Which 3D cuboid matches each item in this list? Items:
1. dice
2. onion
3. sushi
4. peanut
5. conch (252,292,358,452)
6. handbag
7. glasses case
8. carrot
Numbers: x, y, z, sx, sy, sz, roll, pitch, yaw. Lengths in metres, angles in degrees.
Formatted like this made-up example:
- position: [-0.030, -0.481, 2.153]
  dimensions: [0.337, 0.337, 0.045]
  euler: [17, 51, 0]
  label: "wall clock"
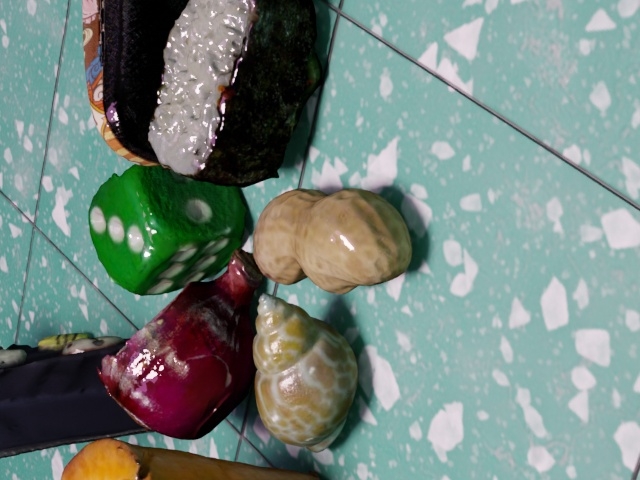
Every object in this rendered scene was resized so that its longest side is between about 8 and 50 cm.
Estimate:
- position: [-0.164, -0.018, 1.824]
  dimensions: [0.128, 0.131, 0.120]
  euler: [-48, 61, 44]
  label: "dice"
- position: [-0.124, 0.109, 1.795]
  dimensions: [0.140, 0.218, 0.195]
  euler: [44, 177, 6]
  label: "onion"
- position: [-0.081, -0.164, 1.683]
  dimensions: [0.124, 0.127, 0.225]
  euler: [29, 109, 43]
  label: "sushi"
- position: [0.001, 0.000, 1.647]
  dimensions: [0.228, 0.085, 0.104]
  euler: [6, 111, 54]
  label: "peanut"
- position: [-0.020, 0.143, 1.689]
  dimensions: [0.173, 0.106, 0.116]
  euler: [111, 155, -52]
  label: "conch"
- position: [-0.362, 0.173, 1.974]
  dimensions: [0.329, 0.303, 0.122]
  euler: [-1, 95, 54]
  label: "handbag"
- position: [-0.189, -0.234, 1.778]
  dimensions: [0.082, 0.122, 0.321]
  euler: [-15, 68, 30]
  label: "glasses case"
- position: [-0.113, 0.287, 1.697]
  dimensions: [0.196, 0.254, 0.196]
  euler: [-5, 84, 52]
  label: "carrot"
